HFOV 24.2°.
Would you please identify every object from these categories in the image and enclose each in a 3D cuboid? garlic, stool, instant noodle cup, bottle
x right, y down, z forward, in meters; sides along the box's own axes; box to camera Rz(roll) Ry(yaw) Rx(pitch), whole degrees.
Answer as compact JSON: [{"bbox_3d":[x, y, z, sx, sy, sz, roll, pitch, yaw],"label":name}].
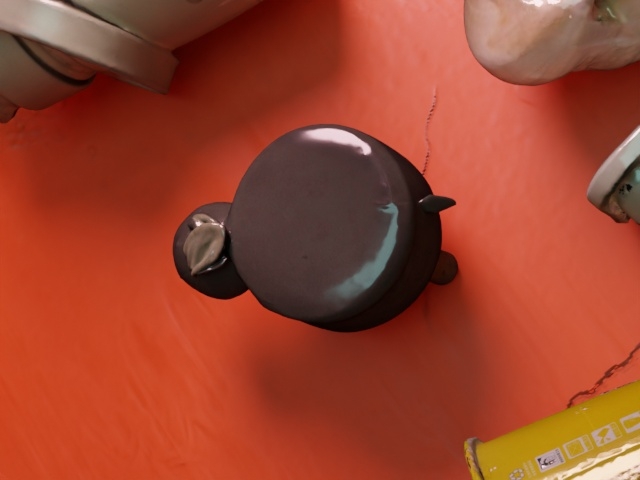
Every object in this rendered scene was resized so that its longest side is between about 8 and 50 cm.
[{"bbox_3d":[0.218,-0.236,1.115,0.184,0.203,0.281,40,81,-15],"label":"garlic"},{"bbox_3d":[0.001,-0.009,1.195,0.228,0.139,0.153,14,86,27],"label":"stool"},{"bbox_3d":[0.244,0.201,1.000,0.200,0.264,0.264,-31,69,6],"label":"instant noodle cup"},{"bbox_3d":[-0.189,-0.231,1.282,0.351,0.229,0.229,-30,70,17],"label":"bottle"}]

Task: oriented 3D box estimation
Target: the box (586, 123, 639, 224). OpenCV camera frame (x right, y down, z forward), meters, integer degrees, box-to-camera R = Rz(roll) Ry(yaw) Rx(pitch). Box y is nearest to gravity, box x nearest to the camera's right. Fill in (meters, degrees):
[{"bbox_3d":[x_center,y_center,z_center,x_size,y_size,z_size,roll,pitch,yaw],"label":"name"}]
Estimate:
[{"bbox_3d":[0.362,-0.082,1.041,0.182,0.175,0.312,44,99,15],"label":"box"}]
